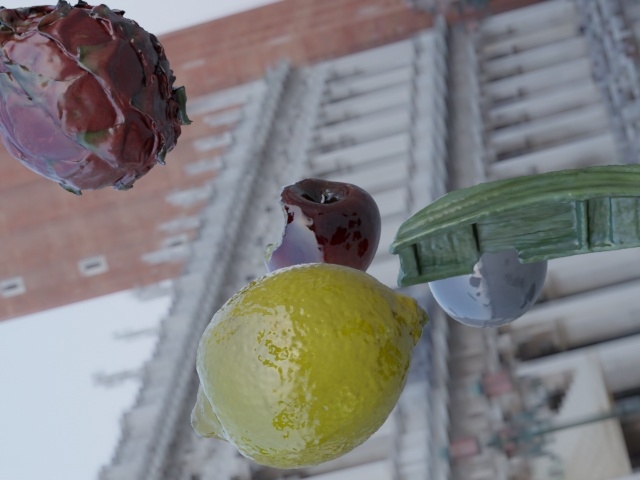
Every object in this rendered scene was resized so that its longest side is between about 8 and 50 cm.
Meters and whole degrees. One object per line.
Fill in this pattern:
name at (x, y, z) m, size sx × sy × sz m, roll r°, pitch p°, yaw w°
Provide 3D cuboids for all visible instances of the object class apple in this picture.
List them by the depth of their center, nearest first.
apple at (0.006, 0.005, 2.336) m, size 0.156 × 0.147 × 0.158 m, roll -39°, pitch -42°, yaw -55°

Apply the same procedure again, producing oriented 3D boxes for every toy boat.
toy boat at (0.203, -0.016, 1.422) m, size 0.093 × 0.293 × 0.055 m, roll 74°, pitch -170°, yaw -55°

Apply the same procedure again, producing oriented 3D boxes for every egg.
egg at (0.199, 0.020, 2.045) m, size 0.199 × 0.146 × 0.146 m, roll -83°, pitch -22°, yaw -56°

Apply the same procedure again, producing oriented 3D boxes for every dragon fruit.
dragon fruit at (-0.317, -0.194, 2.222) m, size 0.299 × 0.244 × 0.244 m, roll 36°, pitch -166°, yaw -3°

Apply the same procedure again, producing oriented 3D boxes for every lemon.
lemon at (-0.016, 0.114, 1.583) m, size 0.187 × 0.244 × 0.187 m, roll 59°, pitch -168°, yaw -21°
